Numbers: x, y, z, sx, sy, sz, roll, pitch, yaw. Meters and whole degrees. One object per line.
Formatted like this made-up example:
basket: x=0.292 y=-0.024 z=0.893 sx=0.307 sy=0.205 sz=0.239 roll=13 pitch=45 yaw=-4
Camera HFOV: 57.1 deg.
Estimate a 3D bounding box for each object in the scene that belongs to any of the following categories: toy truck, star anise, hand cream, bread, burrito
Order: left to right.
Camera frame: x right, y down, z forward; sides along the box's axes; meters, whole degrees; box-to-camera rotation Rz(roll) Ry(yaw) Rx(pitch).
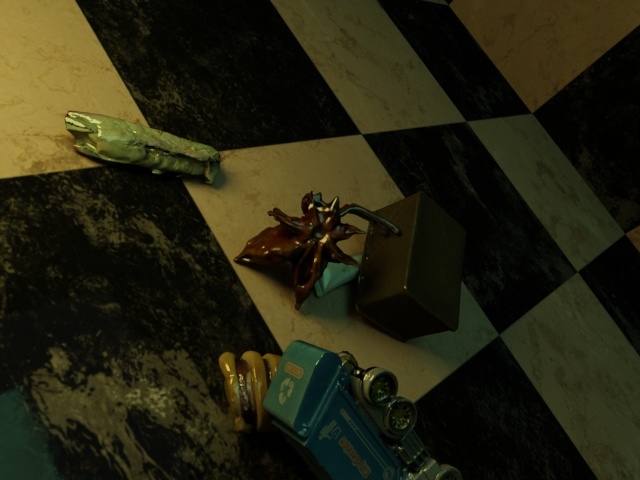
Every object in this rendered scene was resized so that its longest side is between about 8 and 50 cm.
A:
burrito: x=-0.328 y=-0.177 z=1.115 sx=0.309 sy=0.066 sz=0.096 roll=12 pitch=46 yaw=-36
bread: x=-0.063 y=0.253 z=0.983 sx=0.225 sy=0.081 sz=0.134 roll=14 pitch=51 yaw=-35
star anise: x=0.008 y=0.003 z=1.154 sx=0.346 sy=0.237 sz=0.148 roll=-15 pitch=24 yaw=-25
hand cream: x=0.055 y=0.063 z=1.277 sx=0.205 sy=0.050 sz=0.078 roll=-13 pitch=85 yaw=-44
toy truck: x=0.066 y=0.313 z=0.927 sx=0.175 sy=0.146 sz=0.367 roll=-41 pitch=107 yaw=-20

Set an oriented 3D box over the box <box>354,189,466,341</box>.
box: x=0.200 y=0.058 z=1.277 sx=0.184 sy=0.143 sz=0.273 roll=35 pitch=52 yaw=-29
